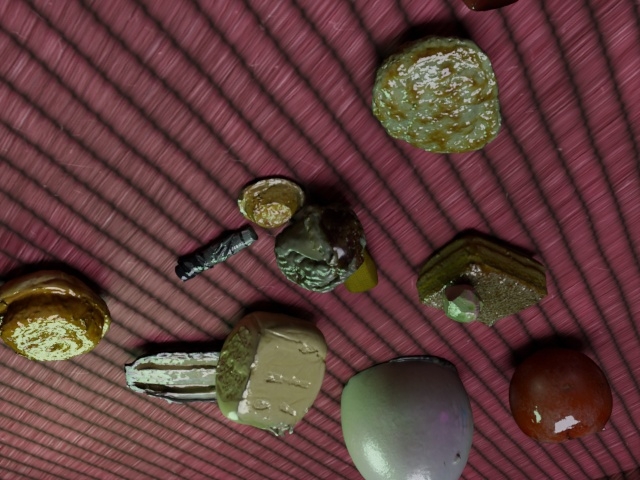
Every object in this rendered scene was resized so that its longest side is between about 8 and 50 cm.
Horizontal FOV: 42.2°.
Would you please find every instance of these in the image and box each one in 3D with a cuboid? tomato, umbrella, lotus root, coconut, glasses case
[{"bbox_3d":[0.624,0.399,2.171,0.265,0.265,0.265,-6,145,-4],"label":"tomato"},{"bbox_3d":[-0.206,0.028,1.629,0.188,0.046,0.050,-25,-175,21],"label":"umbrella"},{"bbox_3d":[-0.303,0.306,1.982,0.329,0.078,0.167,5,120,-17],"label":"lotus root"},{"bbox_3d":[0.289,0.128,1.680,0.081,0.082,0.083,6,122,-4],"label":"coconut"},{"bbox_3d":[0.071,0.052,1.691,0.079,0.064,0.234,-22,156,4],"label":"glasses case"}]

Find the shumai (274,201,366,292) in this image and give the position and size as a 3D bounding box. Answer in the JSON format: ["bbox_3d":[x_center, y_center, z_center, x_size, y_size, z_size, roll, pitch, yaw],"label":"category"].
[{"bbox_3d":[-0.006,0.001,1.522,0.184,0.184,0.142,-13,150,6],"label":"shumai"}]

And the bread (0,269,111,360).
[{"bbox_3d":[-0.536,0.153,1.666,0.198,0.120,0.236,-20,144,11],"label":"bread"}]

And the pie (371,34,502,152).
[{"bbox_3d":[0.183,-0.232,1.325,0.201,0.090,0.248,-6,146,14],"label":"pie"}]

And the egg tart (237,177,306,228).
[{"bbox_3d":[-0.090,-0.064,1.529,0.129,0.049,0.129,-7,143,-5],"label":"egg tart"}]

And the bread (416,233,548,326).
[{"bbox_3d":[0.348,0.084,1.791,0.234,0.110,0.184,20,138,-32],"label":"bread"}]

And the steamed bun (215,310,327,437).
[{"bbox_3d":[-0.116,0.293,1.886,0.232,0.166,0.273,11,100,-35],"label":"steamed bun"}]

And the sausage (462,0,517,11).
[{"bbox_3d":[0.247,-0.363,1.183,0.094,0.054,0.059,-14,144,6],"label":"sausage"}]

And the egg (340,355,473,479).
[{"bbox_3d":[0.238,0.531,2.188,0.354,0.340,0.354,-5,144,-4],"label":"egg"}]
